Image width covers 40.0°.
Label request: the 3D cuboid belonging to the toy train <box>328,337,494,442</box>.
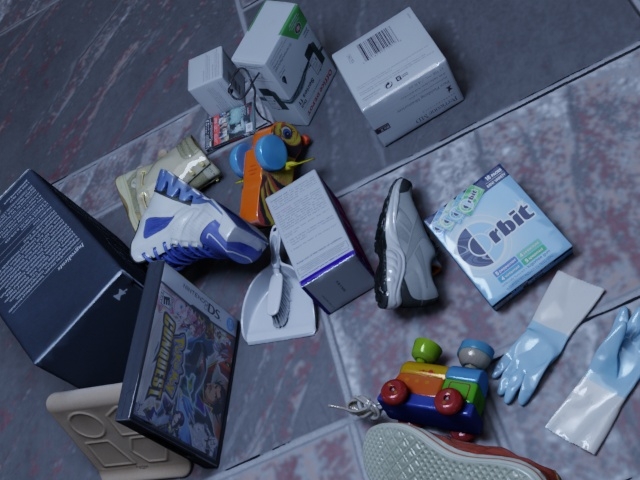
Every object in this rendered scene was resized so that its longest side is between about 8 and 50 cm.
[{"bbox_3d":[0.140,0.212,1.356,0.248,0.105,0.143,4,53,31],"label":"toy train"}]

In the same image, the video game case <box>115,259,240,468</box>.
[{"bbox_3d":[-0.226,0.208,1.459,0.035,0.248,0.274,-10,57,25],"label":"video game case"}]

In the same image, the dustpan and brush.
[{"bbox_3d":[-0.077,0.073,1.585,0.147,0.060,0.211,-11,56,23],"label":"dustpan and brush"}]

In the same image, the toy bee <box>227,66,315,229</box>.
[{"bbox_3d":[-0.080,-0.166,1.696,0.195,0.162,0.298,19,100,45],"label":"toy bee"}]

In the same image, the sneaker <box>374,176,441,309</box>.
[{"bbox_3d":[0.149,0.008,1.493,0.108,0.100,0.271,7,51,-5],"label":"sneaker"}]

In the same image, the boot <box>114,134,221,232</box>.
[{"bbox_3d":[-0.288,-0.082,1.785,0.203,0.095,0.262,-32,55,0],"label":"boot"}]

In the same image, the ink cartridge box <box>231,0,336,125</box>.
[{"bbox_3d":[-0.067,-0.350,1.756,0.087,0.208,0.153,14,69,32],"label":"ink cartridge box"}]

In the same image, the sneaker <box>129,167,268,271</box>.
[{"bbox_3d":[-0.241,0.003,1.614,0.315,0.127,0.182,31,89,45],"label":"sneaker"}]

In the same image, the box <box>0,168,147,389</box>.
[{"bbox_3d":[-0.435,0.098,1.620,0.212,0.293,0.395,-48,49,-5],"label":"box"}]

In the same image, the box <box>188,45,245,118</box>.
[{"bbox_3d":[-0.226,-0.343,1.908,0.087,0.101,0.102,-20,51,18],"label":"box"}]

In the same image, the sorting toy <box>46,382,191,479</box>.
[{"bbox_3d":[-0.339,0.326,1.493,0.193,0.208,0.038,-12,30,23],"label":"sorting toy"}]

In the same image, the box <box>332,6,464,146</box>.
[{"bbox_3d":[0.145,-0.311,1.668,0.181,0.119,0.182,-31,51,9],"label":"box"}]

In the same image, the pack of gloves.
[{"bbox_3d":[0.370,0.164,1.287,0.195,0.046,0.232,27,76,37],"label":"pack of gloves"}]

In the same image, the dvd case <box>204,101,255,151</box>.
[{"bbox_3d":[-0.195,-0.244,1.886,0.119,0.013,0.087,-20,53,19],"label":"dvd case"}]

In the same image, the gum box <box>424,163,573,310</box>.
[{"bbox_3d":[0.285,-0.007,1.416,0.157,0.041,0.184,-38,67,3],"label":"gum box"}]

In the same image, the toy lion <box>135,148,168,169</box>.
[{"bbox_3d":[-0.340,-0.142,1.893,0.100,0.034,0.096,-34,58,6],"label":"toy lion"}]

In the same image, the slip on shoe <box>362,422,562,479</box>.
[{"bbox_3d":[0.193,0.333,1.251,0.331,0.101,0.123,2,86,44],"label":"slip on shoe"}]

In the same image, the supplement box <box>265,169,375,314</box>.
[{"bbox_3d":[0.000,0.000,1.556,0.114,0.111,0.220,-32,51,7],"label":"supplement box"}]
